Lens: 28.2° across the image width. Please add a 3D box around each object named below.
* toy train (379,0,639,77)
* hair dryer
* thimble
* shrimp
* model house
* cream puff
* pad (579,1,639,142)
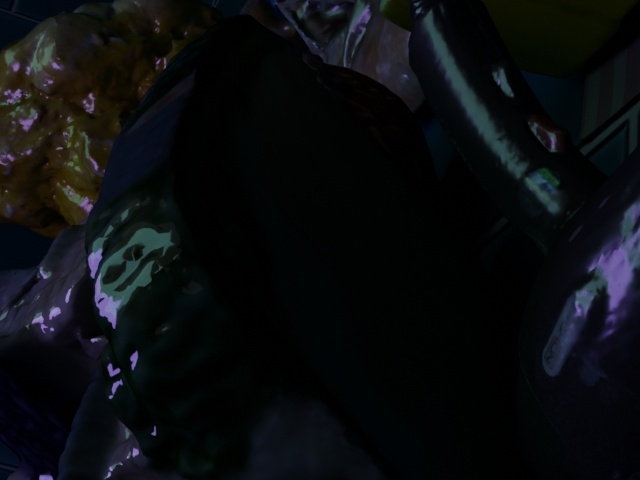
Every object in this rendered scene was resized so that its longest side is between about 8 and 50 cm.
[{"bbox_3d":[0.141,-0.288,0.612,0.237,0.150,0.369,132,154,-71],"label":"toy train"},{"bbox_3d":[0.087,-0.061,0.470,0.272,0.091,0.236,55,140,38],"label":"hair dryer"},{"bbox_3d":[-0.010,-0.007,0.788,0.190,0.163,0.125,-55,17,22],"label":"thimble"},{"bbox_3d":[0.033,-0.193,1.009,0.445,0.109,0.221,-170,89,-71],"label":"shrimp"},{"bbox_3d":[-0.067,0.091,0.598,0.284,0.243,0.298,-41,18,19],"label":"model house"},{"bbox_3d":[-0.196,-0.090,1.345,0.257,0.324,0.291,52,151,26],"label":"cream puff"},{"bbox_3d":[0.199,-0.192,0.561,0.300,0.005,0.202,134,150,-59],"label":"pad"}]
